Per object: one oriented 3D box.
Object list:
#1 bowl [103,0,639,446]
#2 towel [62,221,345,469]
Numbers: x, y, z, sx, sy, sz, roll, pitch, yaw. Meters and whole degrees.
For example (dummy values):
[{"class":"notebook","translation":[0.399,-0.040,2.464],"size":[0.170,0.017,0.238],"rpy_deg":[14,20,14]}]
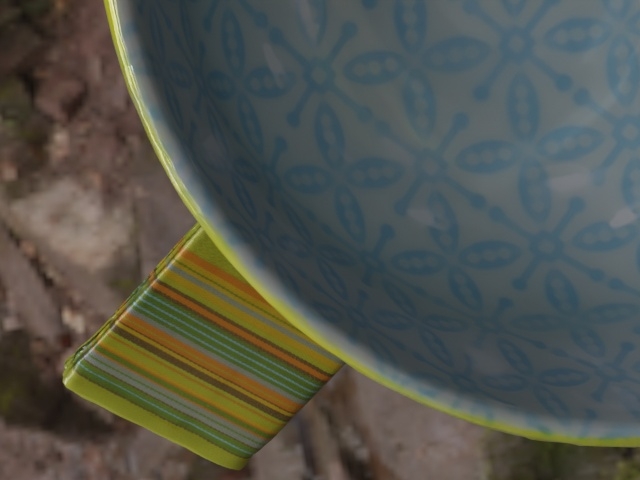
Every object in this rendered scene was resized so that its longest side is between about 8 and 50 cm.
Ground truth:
[{"class":"bowl","translation":[0.071,-0.088,0.584],"size":[0.156,0.289,0.289],"rpy_deg":[-173,79,-79]},{"class":"towel","translation":[0.000,0.000,0.801],"size":[0.237,0.102,0.021],"rpy_deg":[-47,32,21]}]
